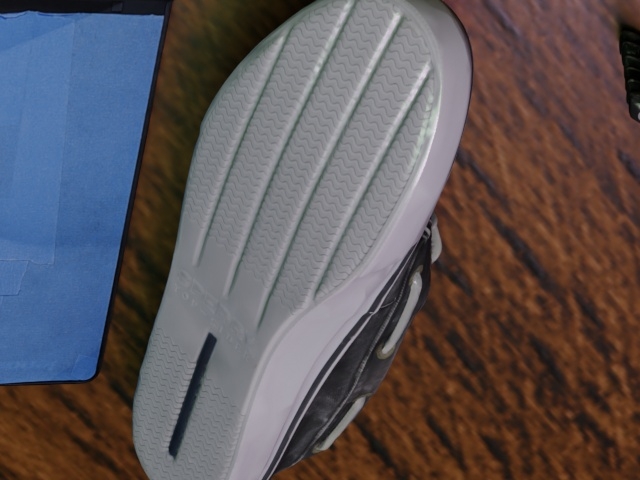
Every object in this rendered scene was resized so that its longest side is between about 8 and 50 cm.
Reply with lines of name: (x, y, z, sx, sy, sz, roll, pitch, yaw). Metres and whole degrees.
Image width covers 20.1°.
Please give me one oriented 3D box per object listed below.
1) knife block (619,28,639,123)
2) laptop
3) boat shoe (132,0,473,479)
knife block: (0.271, -0.049, 0.868, 0.275, 0.088, 0.242, 13, 123, -2)
laptop: (-0.228, -0.028, 0.775, 0.382, 0.408, 0.236, -1, 92, -22)
boat shoe: (0.000, 0.000, 0.915, 0.121, 0.119, 0.335, 47, 132, 22)
